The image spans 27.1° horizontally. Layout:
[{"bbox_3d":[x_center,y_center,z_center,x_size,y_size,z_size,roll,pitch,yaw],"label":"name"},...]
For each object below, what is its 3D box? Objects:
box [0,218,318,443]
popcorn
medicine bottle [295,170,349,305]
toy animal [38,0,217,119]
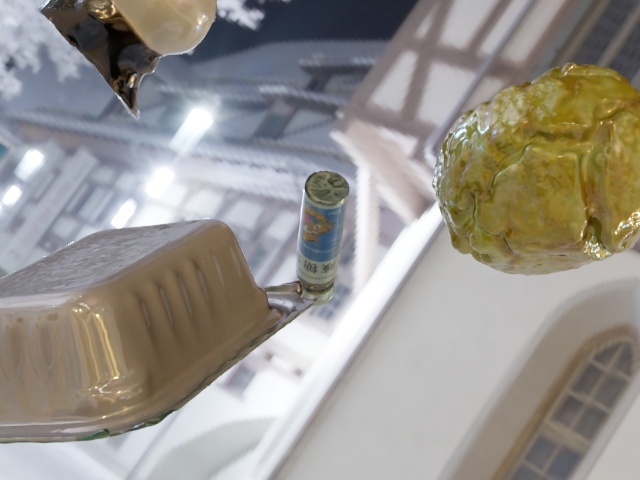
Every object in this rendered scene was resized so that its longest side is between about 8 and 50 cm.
[{"bbox_3d":[-0.184,0.062,1.135,0.264,0.106,0.336,-6,13,27],"label":"box"},{"bbox_3d":[0.214,-0.062,1.226,0.204,0.221,0.184,41,30,-53],"label":"popcorn"},{"bbox_3d":[0.000,0.000,1.479,0.051,0.051,0.191,31,-33,18],"label":"medicine bottle"},{"bbox_3d":[-0.193,-0.243,1.437,0.166,0.179,0.138,42,15,-42],"label":"toy animal"}]
